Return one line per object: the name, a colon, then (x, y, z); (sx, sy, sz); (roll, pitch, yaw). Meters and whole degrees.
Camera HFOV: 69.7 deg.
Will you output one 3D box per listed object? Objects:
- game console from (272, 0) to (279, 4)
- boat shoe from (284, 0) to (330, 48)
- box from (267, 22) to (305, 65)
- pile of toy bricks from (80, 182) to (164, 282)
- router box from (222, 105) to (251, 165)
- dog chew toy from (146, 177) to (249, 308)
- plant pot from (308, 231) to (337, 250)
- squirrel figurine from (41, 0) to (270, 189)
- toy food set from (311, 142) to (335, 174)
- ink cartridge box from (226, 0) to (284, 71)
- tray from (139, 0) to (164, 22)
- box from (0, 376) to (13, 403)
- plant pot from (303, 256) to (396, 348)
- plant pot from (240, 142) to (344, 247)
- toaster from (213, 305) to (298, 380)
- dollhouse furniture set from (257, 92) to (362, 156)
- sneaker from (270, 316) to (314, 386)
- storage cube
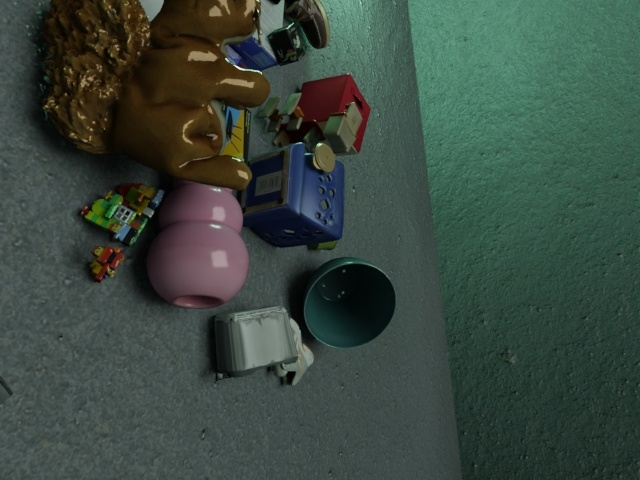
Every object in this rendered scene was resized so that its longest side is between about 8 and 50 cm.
game console: (-0.161, -0.813, 1.164); (0.213, 0.044, 0.361); (4, 81, -62)
boat shoe: (-0.078, -0.801, 1.558); (0.123, 0.123, 0.342); (-43, 132, -20)
box: (-0.089, -0.513, 1.207); (0.083, 0.062, 0.052); (66, 34, -32)
pile of toy bricks: (-0.387, -0.038, 0.857); (0.105, 0.118, 0.212); (31, 62, -16)
router box: (-0.230, -0.264, 1.134); (0.133, 0.046, 0.179); (29, 60, -60)
dog chew toy: (-0.256, -0.029, 0.983); (0.206, 0.206, 0.332); (31, 50, -54)
plant pot: (0.000, 0.000, 1.545); (0.079, 0.083, 0.083); (-15, 98, -49)
squirrel figurine: (-0.284, -0.328, 0.816); (0.397, 0.281, 0.370); (9, 110, -20)
toy food set: (0.010, -0.216, 1.215); (0.082, 0.020, 0.083); (26, 59, -43)
ink cartridge box: (-0.227, -0.622, 1.193); (0.270, 0.151, 0.396); (28, 59, -56)
tray: (-0.341, -0.486, 0.970); (0.145, 0.030, 0.270); (10, 105, -48)
box: (-0.536, 0.195, 0.584); (0.191, 0.045, 0.184); (-49, 123, -52)
plant pot: (0.074, 0.172, 1.479); (0.195, 0.290, 0.290); (-123, -168, -68)
plant pot: (-0.085, -0.125, 1.265); (0.212, 0.236, 0.236); (25, 63, -50)
toaster: (-0.168, 0.241, 1.118); (0.227, 0.129, 0.146); (-5, 84, -36)
dollhouse furniture set: (-0.016, -0.332, 1.396); (0.262, 0.259, 0.135); (53, 51, -44)
sneaker: (-0.105, 0.305, 1.273); (0.262, 0.099, 0.121); (61, 40, -32)
storage cube: (0.033, -0.413, 1.555); (0.183, 0.215, 0.193); (44, 54, -49)
